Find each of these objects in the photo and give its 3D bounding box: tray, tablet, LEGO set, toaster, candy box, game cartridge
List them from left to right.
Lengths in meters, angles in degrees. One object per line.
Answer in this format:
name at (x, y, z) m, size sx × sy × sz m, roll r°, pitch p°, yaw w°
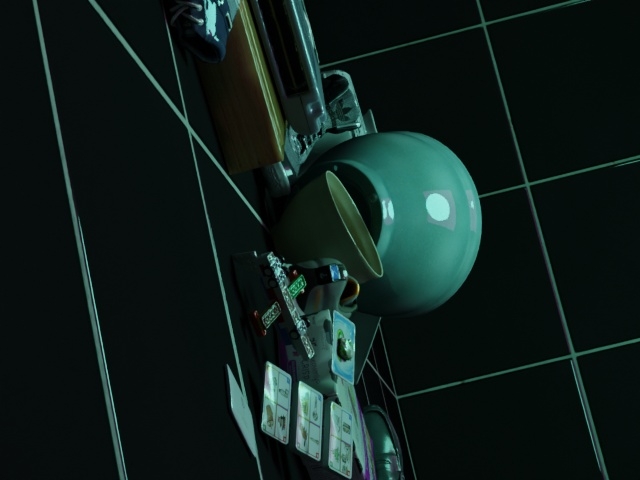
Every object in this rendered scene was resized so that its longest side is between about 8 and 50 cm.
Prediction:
tray at (-0.125, -0.304, 1.645) m, size 0.203 × 0.076 × 0.410 m, roll -89°, pitch 165°, yaw -72°
tablet at (-0.074, 0.158, 1.282) m, size 0.083 × 0.006 × 0.054 m, roll 72°, pitch 6°, yaw -47°
game cartridge at (-0.054, -0.299, 1.720) m, size 0.196 × 0.060 × 0.294 m, roll -89°, pitch 165°, yaw -59°
LEGO set at (-0.026, 0.121, 1.503) m, size 0.182 × 0.060 × 0.244 m, roll 38°, pitch 47°, yaw -50°
toaster at (-0.002, -0.175, 2.257) m, size 0.227 × 0.146 × 0.129 m, roll 71°, pitch 7°, yaw -45°
candy box at (0.011, 0.224, 1.680) m, size 0.159 × 0.071 × 0.233 m, roll -96°, pitch 171°, yaw -55°

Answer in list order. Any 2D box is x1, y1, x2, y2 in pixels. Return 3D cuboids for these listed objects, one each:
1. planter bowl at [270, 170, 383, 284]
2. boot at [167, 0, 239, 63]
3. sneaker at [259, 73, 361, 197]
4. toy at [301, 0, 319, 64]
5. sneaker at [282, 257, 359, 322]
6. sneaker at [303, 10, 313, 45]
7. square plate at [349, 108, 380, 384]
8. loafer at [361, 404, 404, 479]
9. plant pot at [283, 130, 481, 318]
planter bowl at (0.000, 0.000, 1.887) m, size 0.162 × 0.109 × 0.162 m, roll 60°, pitch 11°, yaw -19°
boot at (-0.137, -0.262, 1.451) m, size 0.190 × 0.069 × 0.086 m, roll 45°, pitch 49°, yaw -60°
sneaker at (-0.019, -0.162, 1.966) m, size 0.268 × 0.153 × 0.101 m, roll -97°, pitch 171°, yaw -57°
toy at (-0.095, -0.369, 2.105) m, size 0.056 × 0.137 × 0.237 m, roll -24°, pitch 105°, yaw -44°
sneaker at (0.005, 0.091, 1.800) m, size 0.271 × 0.108 × 0.100 m, roll 65°, pitch 10°, yaw -72°
sneaker at (-0.078, -0.341, 1.963) m, size 0.178 × 0.124 × 0.295 m, roll -106°, pitch 172°, yaw -65°
square plate at (0.057, 0.010, 2.379) m, size 0.347 × 0.049 × 0.344 m, roll -100°, pitch -163°, yaw -44°
loafer at (0.104, 0.382, 2.277) m, size 0.078 × 0.076 × 0.223 m, roll 140°, pitch -60°, yaw -87°
plant pot at (0.066, -0.026, 2.071) m, size 0.196 × 0.293 × 0.293 m, roll 2°, pitch 72°, yaw -57°
